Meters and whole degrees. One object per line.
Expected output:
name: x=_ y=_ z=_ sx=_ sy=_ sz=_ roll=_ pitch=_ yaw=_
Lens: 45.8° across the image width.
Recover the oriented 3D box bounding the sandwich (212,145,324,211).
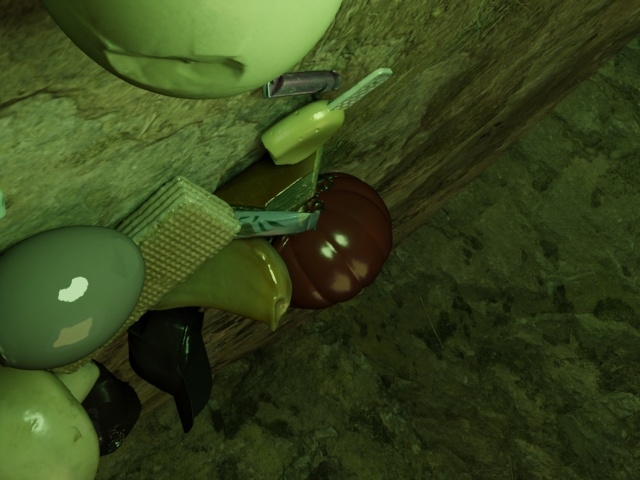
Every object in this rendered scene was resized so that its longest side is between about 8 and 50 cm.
sandwich: x=-0.077 y=-0.102 z=1.326 sx=0.258 sy=0.096 sz=0.094 roll=-36 pitch=164 yaw=-10

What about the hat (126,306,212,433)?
hat: x=-0.338 y=0.227 z=1.564 sx=0.209 sy=0.336 sz=0.238 roll=2 pitch=-172 yaw=1

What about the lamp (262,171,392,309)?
lamp: x=0.000 y=0.000 z=1.529 sx=0.303 sy=0.257 sz=0.303 roll=-28 pitch=-150 yaw=18

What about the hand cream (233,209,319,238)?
hand cream: x=-0.131 y=-0.030 z=1.275 sx=0.256 sy=0.055 sz=0.088 roll=-4 pitch=160 yaw=-8

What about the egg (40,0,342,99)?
egg: x=-0.084 y=-0.205 z=0.486 sx=0.219 sy=0.219 sz=0.269 roll=-36 pitch=169 yaw=1

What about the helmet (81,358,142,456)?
helmet: x=-0.531 y=0.344 z=1.592 sx=0.305 sy=0.225 sz=0.177 roll=-39 pitch=144 yaw=-35

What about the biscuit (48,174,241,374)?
biscuit: x=-0.324 y=0.067 z=1.206 sx=0.426 sy=0.078 sz=0.144 roll=-40 pitch=139 yaw=17

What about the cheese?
cheese: x=0.007 y=-0.195 z=1.175 sx=0.255 sy=0.050 sz=0.127 roll=-32 pitch=168 yaw=37

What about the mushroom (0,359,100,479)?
mushroom: x=-0.512 y=0.306 z=1.341 sx=0.314 sy=0.314 sz=0.336 roll=-42 pitch=-167 yaw=33

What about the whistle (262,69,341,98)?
whistle: x=-0.026 y=-0.225 z=1.086 sx=0.033 sy=0.033 sz=0.176 roll=-43 pitch=167 yaw=35

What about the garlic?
garlic: x=-0.217 y=0.058 z=1.347 sx=0.339 sy=0.196 sz=0.151 roll=4 pitch=138 yaw=4

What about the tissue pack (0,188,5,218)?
tissue pack: x=-0.394 y=-0.035 z=0.527 sx=0.311 sy=0.128 sz=0.228 roll=-32 pitch=169 yaw=-28

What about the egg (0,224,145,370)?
egg: x=-0.341 y=0.071 z=1.012 sx=0.232 sy=0.176 sz=0.176 roll=-30 pitch=168 yaw=-25
